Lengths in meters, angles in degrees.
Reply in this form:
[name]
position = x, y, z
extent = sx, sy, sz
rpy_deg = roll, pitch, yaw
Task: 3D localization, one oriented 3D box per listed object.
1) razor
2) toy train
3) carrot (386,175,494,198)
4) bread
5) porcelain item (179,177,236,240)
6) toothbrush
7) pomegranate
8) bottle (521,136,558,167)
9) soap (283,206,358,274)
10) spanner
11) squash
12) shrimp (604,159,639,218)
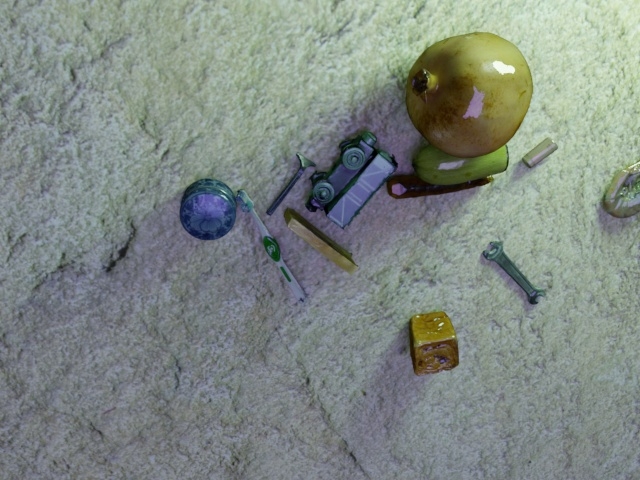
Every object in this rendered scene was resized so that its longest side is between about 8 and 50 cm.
[razor]
position = -0.091, -0.145, 1.562
extent = 0.066, 0.033, 0.190
rpy_deg = 32, 107, -21
[toy train]
position = 0.076, -0.162, 1.538
extent = 0.154, 0.115, 0.269
rpy_deg = 37, 104, -17
[carrot]
position = 0.342, -0.163, 1.618
extent = 0.313, 0.066, 0.066
rpy_deg = -7, 116, -10
[bread]
position = 0.356, 0.323, 1.804
extent = 0.148, 0.143, 0.158
rpy_deg = -5, 116, 0
[porcelain item]
position = -0.295, -0.081, 1.512
extent = 0.147, 0.114, 0.147
rpy_deg = -4, 115, -8
[toothbrush]
position = -0.133, 0.027, 1.639
extent = 0.042, 0.040, 0.418
rpy_deg = -18, 122, 17
[pomegranate]
position = 0.348, -0.352, 1.383
extent = 0.318, 0.319, 0.320
rpy_deg = -4, 116, -8
[bottle]
position = 0.623, -0.249, 1.630
extent = 0.096, 0.045, 0.045
rpy_deg = -38, 116, 10
[soap]
position = -0.001, 0.001, 1.614
extent = 0.252, 0.092, 0.037
rpy_deg = 37, 102, -23
[spanner]
position = 0.617, 0.104, 1.814
extent = 0.302, 0.017, 0.071
rpy_deg = 40, 103, -23
[squash]
position = 0.367, -0.215, 1.543
extent = 0.246, 0.132, 0.133
rpy_deg = -15, 117, -7
[shrimp]
position = 0.956, -0.180, 1.717
extent = 0.145, 0.059, 0.254
rpy_deg = 32, 112, -12
